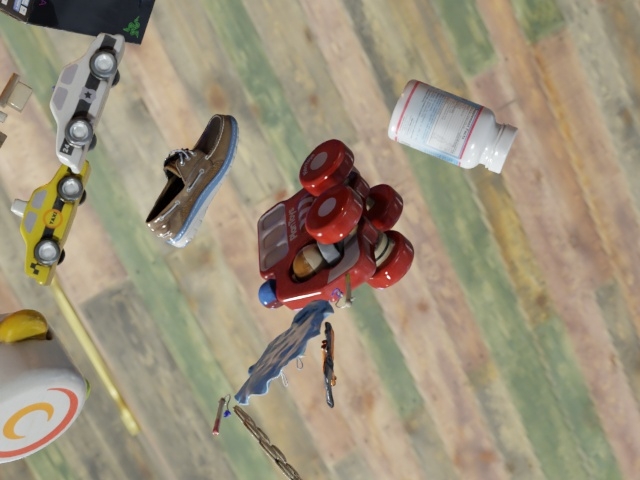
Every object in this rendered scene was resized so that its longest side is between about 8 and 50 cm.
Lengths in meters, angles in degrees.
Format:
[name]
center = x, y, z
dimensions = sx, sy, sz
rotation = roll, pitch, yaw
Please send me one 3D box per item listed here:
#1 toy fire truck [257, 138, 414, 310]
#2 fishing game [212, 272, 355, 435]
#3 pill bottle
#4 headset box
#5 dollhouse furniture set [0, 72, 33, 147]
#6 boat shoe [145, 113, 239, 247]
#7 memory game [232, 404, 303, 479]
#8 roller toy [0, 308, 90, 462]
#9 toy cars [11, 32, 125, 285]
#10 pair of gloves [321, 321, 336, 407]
[toy fire truck]
center = 0.000, 0.000, 1.958
dimensions = 0.169, 0.254, 0.302
rotation = 39, -154, -31
[fishing game]
center = -0.044, 0.154, 1.578
dimensions = 0.041, 0.264, 0.189
rotation = 43, -174, -9
[pill bottle]
center = 0.178, -0.149, 1.582
dimensions = 0.160, 0.087, 0.087
rotation = 23, 156, 7
[headset box]
center = -0.399, -0.485, 2.037
dimensions = 0.131, 0.283, 0.246
rotation = 31, 107, 33
[dollhouse furniture set]
center = -0.515, -0.108, 1.470
dimensions = 0.173, 0.356, 0.303
rotation = 29, 169, -12
[boat shoe]
center = -0.163, -0.085, 1.499
dimensions = 0.066, 0.183, 0.066
rotation = 28, 168, -34
[memory game]
center = -0.072, 0.320, 1.793
dimensions = 0.186, 0.012, 0.186
rotation = 49, 175, 6
[roller toy]
center = -0.438, 0.199, 1.645
dimensions = 0.146, 0.191, 0.209
rotation = 51, 167, 29
[toy cars]
center = -0.356, -0.112, 1.609
dimensions = 0.176, 0.087, 0.394
rotation = -81, 12, -54
[pair of gloves]
center = 0.010, 0.129, 1.230
dimensions = 0.083, 0.010, 0.074
rotation = -78, -16, -68
